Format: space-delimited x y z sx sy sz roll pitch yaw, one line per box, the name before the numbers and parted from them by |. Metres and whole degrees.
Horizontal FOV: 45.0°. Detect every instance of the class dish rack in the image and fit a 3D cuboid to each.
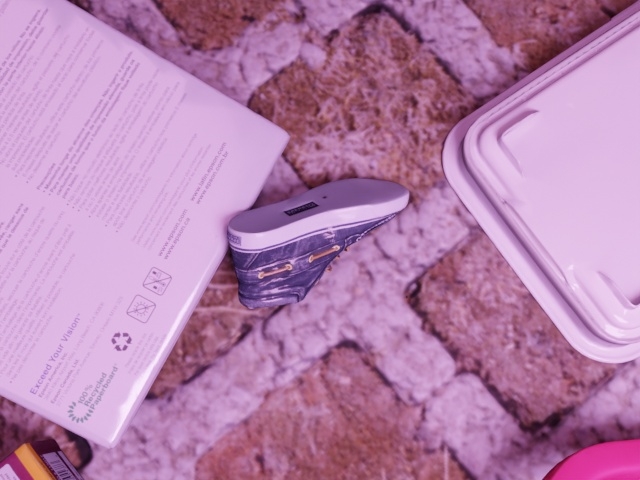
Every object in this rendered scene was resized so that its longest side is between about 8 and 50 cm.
dish rack | 0.316 -0.077 0.729 0.333 0.072 0.285 -34 80 -6

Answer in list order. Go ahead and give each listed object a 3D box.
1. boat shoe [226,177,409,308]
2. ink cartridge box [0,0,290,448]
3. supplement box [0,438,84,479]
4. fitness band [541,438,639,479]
boat shoe | 0.000 0.000 0.718 0.184 0.083 0.065 -17 32 -25
ink cartridge box | -0.245 -0.037 0.685 0.330 0.071 0.324 30 80 -7
supplement box | -0.280 0.268 0.644 0.188 0.081 0.104 -39 81 -8
fitness band | 0.298 0.259 0.608 0.291 0.054 0.208 2 49 -16
